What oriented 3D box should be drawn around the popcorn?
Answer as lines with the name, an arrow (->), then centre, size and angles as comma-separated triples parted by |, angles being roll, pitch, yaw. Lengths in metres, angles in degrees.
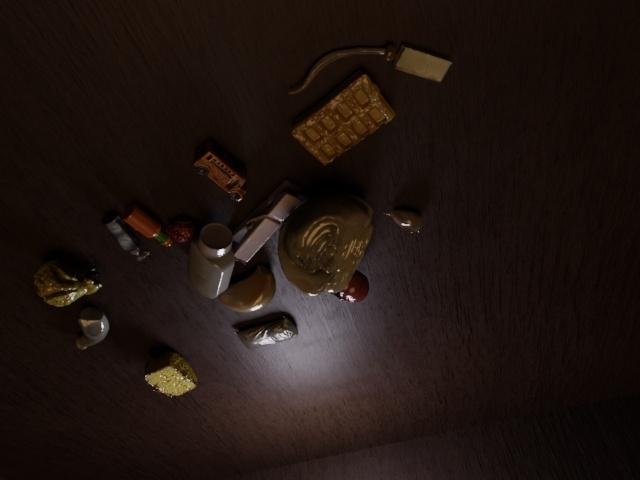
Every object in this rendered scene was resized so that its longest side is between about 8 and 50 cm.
popcorn -> -0.874, 0.138, 1.744 | 0.195, 0.168, 0.173 | -17, 140, -50

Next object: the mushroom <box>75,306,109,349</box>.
mushroom -> -0.901, 0.358, 1.995 | 0.118, 0.103, 0.270 | 12, 138, -20

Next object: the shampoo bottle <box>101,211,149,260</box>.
shampoo bottle -> -0.646, -0.008, 1.684 | 0.063, 0.057, 0.208 | -20, 137, 1

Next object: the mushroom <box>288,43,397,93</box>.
mushroom -> 0.051, -0.463, 1.333 | 0.306, 0.043, 0.068 | -15, 99, 8

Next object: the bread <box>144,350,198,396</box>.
bread -> -0.664, 0.573, 2.222 | 0.160, 0.147, 0.260 | -28, 137, 8

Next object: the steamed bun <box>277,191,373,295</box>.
steamed bun -> 0.000, 0.000, 1.639 | 0.247, 0.352, 0.339 | 26, 115, 21

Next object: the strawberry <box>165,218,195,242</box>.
strawberry -> -0.462, -0.034, 1.674 | 0.096, 0.083, 0.083 | 6, 135, -4

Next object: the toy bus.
toy bus -> -0.286, -0.207, 1.512 | 0.088, 0.083, 0.194 | -32, 130, 22

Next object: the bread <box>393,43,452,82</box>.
bread -> 0.274, -0.475, 1.357 | 0.153, 0.028, 0.068 | 9, 134, -18

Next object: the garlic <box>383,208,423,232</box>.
garlic -> 0.301, -0.069, 1.750 | 0.084, 0.066, 0.152 | -37, 132, 29

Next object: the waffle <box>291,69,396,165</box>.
waffle -> 0.063, -0.346, 1.439 | 0.274, 0.057, 0.168 | -33, 130, 23

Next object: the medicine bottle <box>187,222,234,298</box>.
medicine bottle -> -0.369, 0.066, 1.706 | 0.161, 0.111, 0.296 | 42, 144, 13

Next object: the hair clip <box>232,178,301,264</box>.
hair clip -> -0.185, -0.061, 1.672 | 0.085, 0.101, 0.331 | 31, 122, -29

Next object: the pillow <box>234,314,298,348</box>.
pillow -> -0.224, 0.408, 2.173 | 0.255, 0.059, 0.169 | -18, 138, 9

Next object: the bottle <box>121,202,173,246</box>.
bottle -> -0.558, -0.043, 1.652 | 0.069, 0.069, 0.187 | -28, 132, 19

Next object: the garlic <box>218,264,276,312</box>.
garlic -> -0.275, 0.192, 1.912 | 0.245, 0.145, 0.164 | -21, 103, 15

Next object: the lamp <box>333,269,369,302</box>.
lamp -> 0.100, 0.153, 1.894 | 0.182, 0.140, 0.182 | 27, 167, 7
